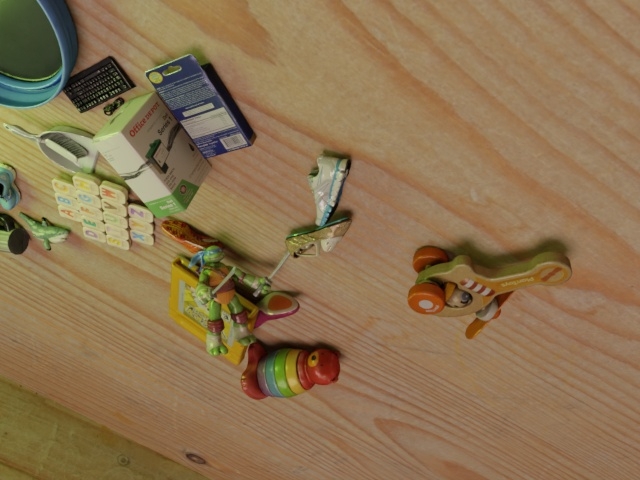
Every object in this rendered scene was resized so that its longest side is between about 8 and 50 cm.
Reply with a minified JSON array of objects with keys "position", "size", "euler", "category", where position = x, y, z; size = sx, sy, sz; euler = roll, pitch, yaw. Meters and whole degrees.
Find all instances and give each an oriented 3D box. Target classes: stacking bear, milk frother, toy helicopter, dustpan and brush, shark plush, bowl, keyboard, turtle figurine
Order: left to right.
[{"position":[-0.677,-0.451,1.127],"size":[0.390,0.077,0.391],"euler":[11,138,10],"category":"bowl"},{"position":[-0.992,-0.002,1.690],"size":[0.134,0.143,0.129],"euler":[7,133,15],"category":"milk frother"},{"position":[-0.818,-0.041,1.669],"size":[0.161,0.073,0.067],"euler":[36,121,13],"category":"shark plush"},{"position":[-0.651,-0.238,1.358],"size":[0.211,0.060,0.147],"euler":[31,138,-12],"category":"dustpan and brush"},{"position":[-0.481,-0.323,1.227],"size":[0.180,0.023,0.108],"euler":[-12,130,33],"category":"keyboard"},{"position":[-0.217,0.153,1.420],"size":[0.274,0.198,0.267],"euler":[1,105,16],"category":"turtle figurine"},{"position":[-0.077,0.408,1.762],"size":[0.288,0.175,0.164],"euler":[-12,133,22],"category":"stacking bear"},{"position":[0.385,0.109,1.264],"size":[0.354,0.140,0.235],"euler":[-18,128,33],"category":"toy helicopter"}]

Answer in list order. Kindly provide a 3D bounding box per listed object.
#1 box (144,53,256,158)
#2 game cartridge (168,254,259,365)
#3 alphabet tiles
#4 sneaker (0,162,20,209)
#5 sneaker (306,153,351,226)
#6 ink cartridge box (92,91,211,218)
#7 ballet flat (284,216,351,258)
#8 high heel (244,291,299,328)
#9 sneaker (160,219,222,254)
[{"position":[-0.247,-0.279,1.168],"size":[0.136,0.037,0.225],"euler":[-9,133,29],"category":"box"},{"position":[-0.332,0.221,1.682],"size":[0.285,0.053,0.324],"euler":[32,140,9],"category":"game cartridge"},{"position":[-0.587,-0.071,1.524],"size":[0.277,0.021,0.284],"euler":[20,144,-3],"category":"alphabet tiles"},{"position":[-0.882,-0.138,1.549],"size":[0.063,0.073,0.162],"euler":[21,139,-1],"category":"sneaker"},{"position":[0.006,-0.114,1.233],"size":[0.082,0.071,0.191],"euler":[23,132,7],"category":"sneaker"},{"position":[-0.359,-0.185,1.221],"size":[0.092,0.160,0.219],"euler":[-11,131,29],"category":"ink cartridge box"},{"position":[0.000,0.000,1.341],"size":[0.206,0.073,0.067],"euler":[-18,83,43],"category":"ballet flat"},{"position":[-0.145,0.218,1.632],"size":[0.244,0.082,0.117],"euler":[-10,133,29],"category":"high heel"},{"position":[-0.348,0.005,1.495],"size":[0.175,0.064,0.067],"euler":[31,134,-12],"category":"sneaker"}]
